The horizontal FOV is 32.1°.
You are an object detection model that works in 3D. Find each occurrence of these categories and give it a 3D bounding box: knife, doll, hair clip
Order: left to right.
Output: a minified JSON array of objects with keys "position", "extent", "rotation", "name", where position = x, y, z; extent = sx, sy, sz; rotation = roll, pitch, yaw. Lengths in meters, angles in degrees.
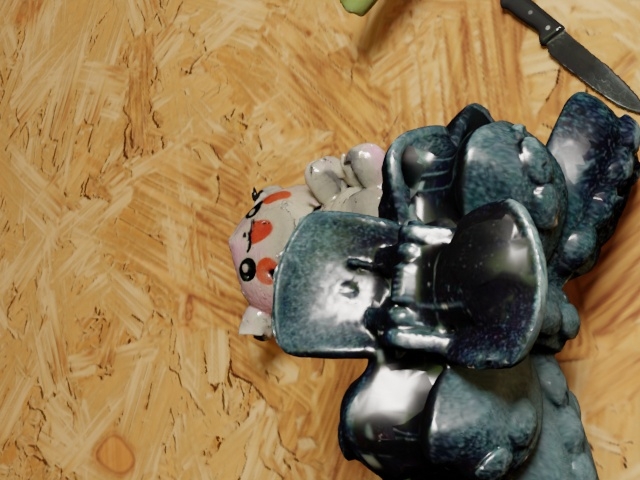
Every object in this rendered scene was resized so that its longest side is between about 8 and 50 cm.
[{"position":[0.000,0.000,0.906],"extent":[0.192,0.095,0.149],"rotation":[-17,60,40],"name":"doll"},{"position":[0.099,0.046,0.720],"extent":[0.194,0.206,0.310],"rotation":[-1,75,38],"name":"hair clip"},{"position":[0.186,-0.144,0.836],"extent":[0.023,0.010,0.170],"rotation":[-52,51,17],"name":"knife"}]

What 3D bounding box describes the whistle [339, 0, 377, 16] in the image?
[{"position":[0.111,-0.298,0.879],"extent":[0.106,0.131,0.288],"rotation":[36,105,-1],"name":"whistle"}]
